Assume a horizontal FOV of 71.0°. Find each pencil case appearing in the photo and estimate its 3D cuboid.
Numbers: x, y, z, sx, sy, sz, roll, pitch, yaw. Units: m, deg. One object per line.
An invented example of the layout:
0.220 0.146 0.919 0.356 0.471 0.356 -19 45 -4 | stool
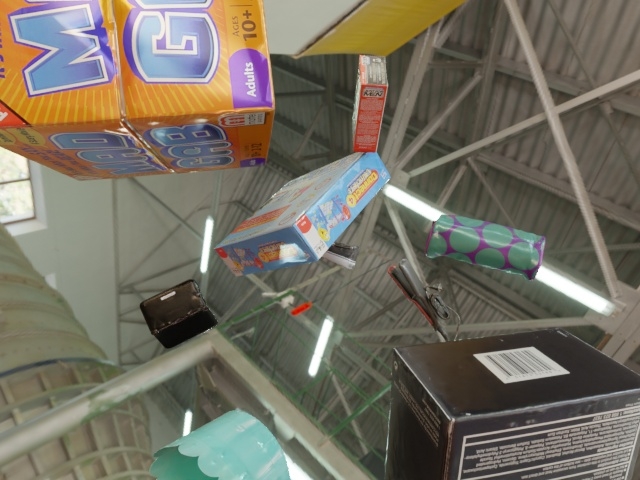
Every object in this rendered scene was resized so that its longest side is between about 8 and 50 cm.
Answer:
0.227 0.009 0.624 0.152 0.064 0.070 14 -44 14 | pencil case

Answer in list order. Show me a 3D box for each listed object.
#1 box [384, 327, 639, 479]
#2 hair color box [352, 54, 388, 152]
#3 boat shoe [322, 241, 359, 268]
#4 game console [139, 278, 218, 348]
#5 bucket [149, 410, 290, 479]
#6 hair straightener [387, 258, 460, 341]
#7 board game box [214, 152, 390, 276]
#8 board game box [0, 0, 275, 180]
0.260 0.306 0.647 0.183 0.296 0.293 -133 -138 -69 | box
0.095 -0.267 0.895 0.167 0.053 0.093 95 -2 -55 | hair color box
0.000 0.000 1.216 0.229 0.080 0.076 24 -86 23 | boat shoe
-0.295 0.154 0.943 0.107 0.122 0.071 62 -10 9 | game console
-0.213 0.527 0.979 0.281 0.183 0.281 10 -73 35 | bucket
0.256 0.141 1.069 0.089 0.047 0.230 -42 -104 44 | hair straightener
-0.044 -0.060 1.006 0.308 0.302 0.086 -13 -62 49 | board game box
-0.274 -0.309 0.696 0.356 0.357 0.356 167 -84 -81 | board game box
